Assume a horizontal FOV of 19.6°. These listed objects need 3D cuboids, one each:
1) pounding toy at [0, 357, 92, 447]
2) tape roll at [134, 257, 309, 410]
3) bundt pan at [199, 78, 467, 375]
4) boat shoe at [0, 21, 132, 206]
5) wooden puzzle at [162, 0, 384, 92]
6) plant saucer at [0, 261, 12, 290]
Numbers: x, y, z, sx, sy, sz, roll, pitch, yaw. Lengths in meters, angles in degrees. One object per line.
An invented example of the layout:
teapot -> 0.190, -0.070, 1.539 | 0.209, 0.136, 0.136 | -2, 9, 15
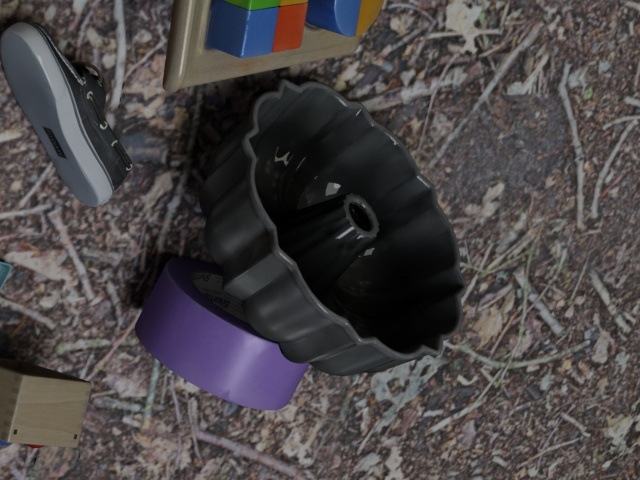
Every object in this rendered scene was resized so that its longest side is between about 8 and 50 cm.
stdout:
pounding toy -> -0.329, 0.178, 1.935 | 0.130, 0.141, 0.100 | 15, 88, -56
tape roll -> -0.100, 0.100, 2.002 | 0.189, 0.189, 0.080 | 17, 108, -41
bundt pan -> 0.000, 0.000, 1.951 | 0.124, 0.331, 0.330 | -32, 143, 33
boat shoe -> -0.242, -0.135, 1.833 | 0.076, 0.080, 0.228 | -45, 133, -26
wooden puzzle -> -0.011, -0.310, 1.761 | 0.348, 0.080, 0.322 | -23, 128, -55
plant saucer -> -0.390, 0.096, 1.916 | 0.067, 0.018, 0.192 | 18, 108, -41
